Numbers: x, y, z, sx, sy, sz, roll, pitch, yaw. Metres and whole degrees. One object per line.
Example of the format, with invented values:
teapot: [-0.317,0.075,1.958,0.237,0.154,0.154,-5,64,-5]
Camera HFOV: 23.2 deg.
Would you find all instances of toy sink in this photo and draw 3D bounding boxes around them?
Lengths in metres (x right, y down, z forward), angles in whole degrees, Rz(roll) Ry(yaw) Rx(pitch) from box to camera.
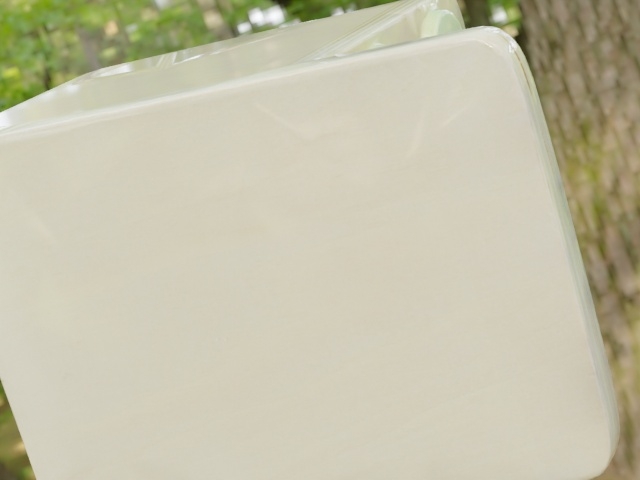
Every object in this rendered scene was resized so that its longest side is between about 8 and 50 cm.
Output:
toy sink: [0.000,0.000,0.583,0.234,0.153,0.131,-10,16,29]
